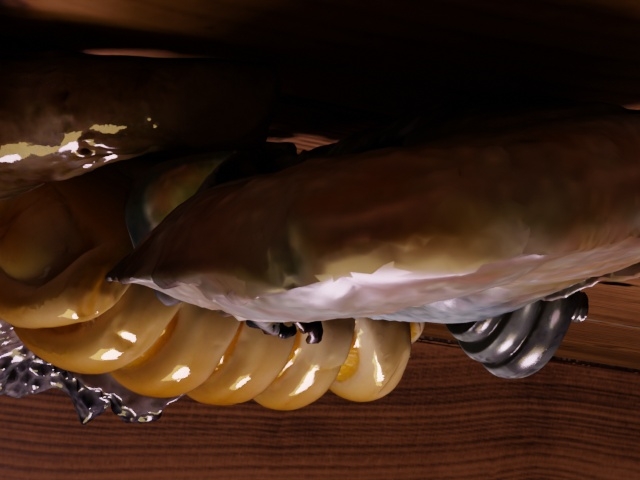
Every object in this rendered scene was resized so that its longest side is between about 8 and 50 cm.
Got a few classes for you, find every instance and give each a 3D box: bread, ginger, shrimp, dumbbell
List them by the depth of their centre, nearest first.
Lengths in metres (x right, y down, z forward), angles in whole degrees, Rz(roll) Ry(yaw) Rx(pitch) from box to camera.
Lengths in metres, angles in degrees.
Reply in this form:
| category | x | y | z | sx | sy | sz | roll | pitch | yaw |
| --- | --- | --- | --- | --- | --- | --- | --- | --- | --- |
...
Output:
| category | x | y | z | sx | sy | sz | roll | pitch | yaw |
| --- | --- | --- | --- | --- | --- | --- | --- | --- | --- |
| shrimp | 0.000 | 0.000 | 0.688 | 0.221 | 0.110 | 0.446 | -11 | -179 | -21 |
| ginger | -0.179 | -0.050 | 0.724 | 0.166 | 0.080 | 0.333 | -4 | -173 | -41 |
| dumbbell | 0.047 | 0.009 | 0.942 | 0.254 | 0.110 | 0.110 | 16 | 172 | -18 |
| bread | -0.072 | 0.034 | 1.007 | 0.311 | 0.121 | 0.173 | 14 | -156 | -36 |

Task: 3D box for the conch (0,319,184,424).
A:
| category | x | y | z | sx | sy | sz | roll | pitch | yaw |
| --- | --- | --- | --- | --- | --- | --- | --- | --- | --- |
| conch | -0.192 | 0.026 | 1.153 | 0.313 | 0.186 | 0.240 | 6 | 162 | -8 |
